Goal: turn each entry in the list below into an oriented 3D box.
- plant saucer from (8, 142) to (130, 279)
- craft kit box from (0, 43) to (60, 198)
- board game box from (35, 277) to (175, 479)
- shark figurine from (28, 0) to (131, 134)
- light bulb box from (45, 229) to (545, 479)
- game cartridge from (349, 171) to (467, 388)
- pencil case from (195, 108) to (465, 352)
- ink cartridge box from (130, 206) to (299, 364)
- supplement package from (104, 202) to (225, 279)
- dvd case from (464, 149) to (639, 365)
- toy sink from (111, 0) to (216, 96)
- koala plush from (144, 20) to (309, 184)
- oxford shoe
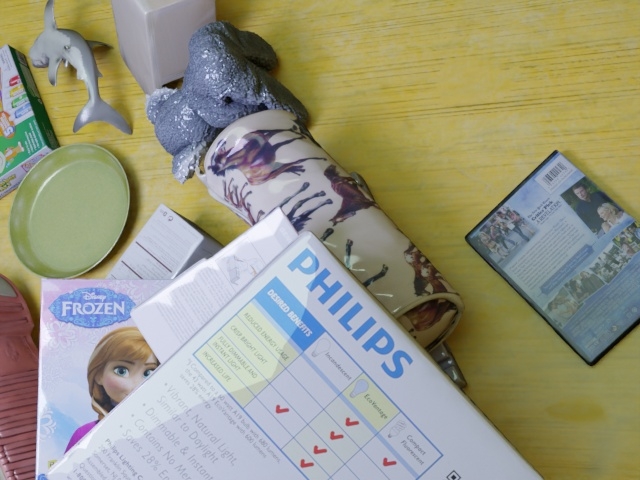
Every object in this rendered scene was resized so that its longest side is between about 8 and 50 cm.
[{"bbox_3d":[-0.416,-0.046,1.663,0.241,0.037,0.241,-7,71,21],"label":"plant saucer"},{"bbox_3d":[-0.610,-0.190,1.781,0.247,0.061,0.250,-34,64,13],"label":"craft kit box"},{"bbox_3d":[-0.221,0.211,1.344,0.319,0.066,0.318,0,78,-12],"label":"board game box"},{"bbox_3d":[-0.404,-0.312,1.710,0.278,0.116,0.166,46,128,35],"label":"shark figurine"},{"bbox_3d":[-0.022,0.240,1.066,0.361,0.225,0.358,-43,87,-1],"label":"light bulb box"},{"bbox_3d":[0.032,0.103,1.419,0.230,0.068,0.355,-32,65,15],"label":"game cartridge"},{"bbox_3d":[0.000,0.000,1.342,0.183,0.160,0.410,-34,63,-12],"label":"pencil case"},{"bbox_3d":[-0.061,0.143,1.255,0.261,0.066,0.296,-34,87,19],"label":"ink cartridge box"},{"bbox_3d":[-0.240,0.054,1.520,0.105,0.105,0.179,37,91,27],"label":"supplement package"},{"bbox_3d":[0.341,0.020,1.333,0.180,0.022,0.253,-44,63,6],"label":"dvd case"},{"bbox_3d":[-0.252,-0.357,1.622,0.131,0.234,0.153,-25,61,-18],"label":"toy sink"},{"bbox_3d":[-0.177,-0.211,1.542,0.221,0.203,0.196,-37,63,22],"label":"koala plush"},{"bbox_3d":[-0.508,0.248,1.581,0.146,0.140,0.397,-40,61,35],"label":"oxford shoe"}]
